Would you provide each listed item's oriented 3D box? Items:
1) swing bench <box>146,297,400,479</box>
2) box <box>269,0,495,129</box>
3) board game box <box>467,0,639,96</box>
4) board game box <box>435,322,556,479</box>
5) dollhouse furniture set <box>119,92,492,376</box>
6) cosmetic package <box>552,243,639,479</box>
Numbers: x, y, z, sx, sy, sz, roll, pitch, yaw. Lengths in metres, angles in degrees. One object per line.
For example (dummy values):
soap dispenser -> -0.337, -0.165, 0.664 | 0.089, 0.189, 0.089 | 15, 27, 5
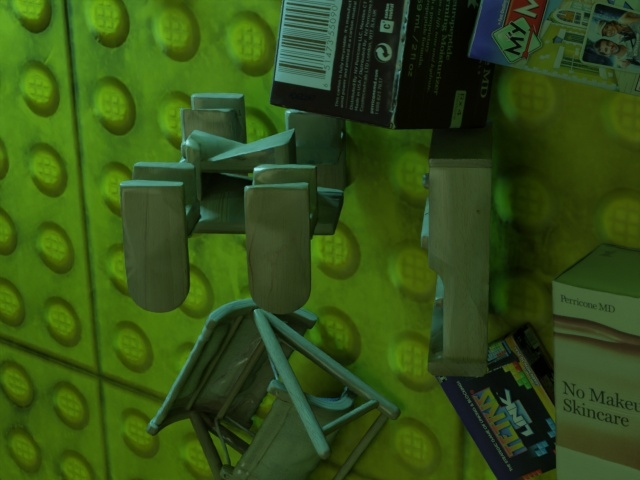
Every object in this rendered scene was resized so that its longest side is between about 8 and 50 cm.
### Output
swing bench -> -0.071, 0.240, 1.940 | 0.255, 0.165, 0.253 | 48, 132, 19
box -> 0.075, -0.215, 1.565 | 0.167, 0.203, 0.169 | 13, 102, 34
board game box -> 0.286, -0.309, 1.422 | 0.213, 0.046, 0.317 | 13, 121, 2
board game box -> 0.239, 0.204, 1.746 | 0.141, 0.048, 0.170 | -34, 86, 41
dollhouse furniture set -> 0.000, 0.000, 1.657 | 0.394, 0.362, 0.257 | 1, 111, 7
cosmetic package -> 0.352, 0.170, 1.585 | 0.153, 0.129, 0.296 | 9, 114, 37
